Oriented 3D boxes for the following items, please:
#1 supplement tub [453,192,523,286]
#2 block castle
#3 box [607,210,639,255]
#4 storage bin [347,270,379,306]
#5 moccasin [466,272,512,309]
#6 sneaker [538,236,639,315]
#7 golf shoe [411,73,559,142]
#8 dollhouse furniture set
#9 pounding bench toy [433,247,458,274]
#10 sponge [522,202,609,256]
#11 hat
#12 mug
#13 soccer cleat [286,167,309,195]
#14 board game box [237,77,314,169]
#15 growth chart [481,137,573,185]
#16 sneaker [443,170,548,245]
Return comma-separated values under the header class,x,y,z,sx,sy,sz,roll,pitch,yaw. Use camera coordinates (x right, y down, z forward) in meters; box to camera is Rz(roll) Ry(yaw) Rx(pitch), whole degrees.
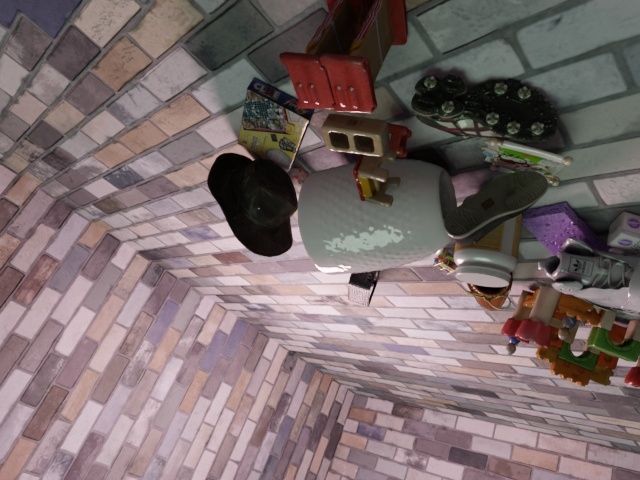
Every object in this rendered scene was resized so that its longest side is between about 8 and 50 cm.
class,x,y,z,sx,sy,sz,roll,pitch,yaw
supplement tub,0.400,0.000,1.152,0.144,0.199,0.144,13,166,3
block castle,0.755,0.304,1.330,0.454,0.212,0.303,21,176,12
box,0.805,0.025,1.041,0.324,0.063,0.067,19,154,10
storage bin,0.159,0.152,1.765,0.084,0.122,0.180,17,154,13
moccasin,0.486,0.110,1.377,0.139,0.147,0.380,14,153,20
sneaker,0.652,0.085,1.052,0.210,0.137,0.366,20,175,-8
golf shoe,0.313,-0.246,0.931,0.273,0.105,0.120,19,174,15
dollhouse furniture set,0.076,-0.264,0.937,0.152,0.201,0.374,13,151,23
pounding bench toy,0.394,0.059,1.469,0.065,0.052,0.083,30,154,-12
sponge,0.598,-0.013,1.182,0.210,0.031,0.117,36,153,-25
hat,-0.147,-0.128,1.342,0.134,0.331,0.331,-29,127,30
mug,0.177,-0.043,1.217,0.328,0.276,0.374,-8,147,29
soccer cleat,-0.027,-0.141,1.436,0.196,0.068,0.076,43,154,-21
board game box,-0.122,-0.293,1.245,0.165,0.042,0.243,26,155,-5
growth chart,0.410,-0.158,0.972,0.172,0.021,0.237,17,-179,18
sneaker,0.374,-0.067,1.032,0.222,0.083,0.118,-28,158,15
